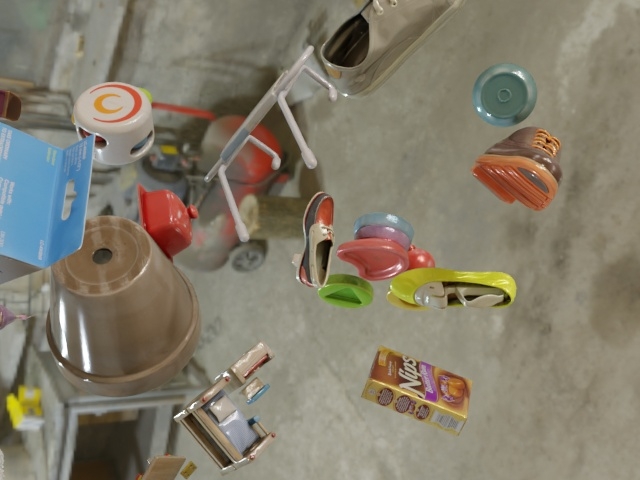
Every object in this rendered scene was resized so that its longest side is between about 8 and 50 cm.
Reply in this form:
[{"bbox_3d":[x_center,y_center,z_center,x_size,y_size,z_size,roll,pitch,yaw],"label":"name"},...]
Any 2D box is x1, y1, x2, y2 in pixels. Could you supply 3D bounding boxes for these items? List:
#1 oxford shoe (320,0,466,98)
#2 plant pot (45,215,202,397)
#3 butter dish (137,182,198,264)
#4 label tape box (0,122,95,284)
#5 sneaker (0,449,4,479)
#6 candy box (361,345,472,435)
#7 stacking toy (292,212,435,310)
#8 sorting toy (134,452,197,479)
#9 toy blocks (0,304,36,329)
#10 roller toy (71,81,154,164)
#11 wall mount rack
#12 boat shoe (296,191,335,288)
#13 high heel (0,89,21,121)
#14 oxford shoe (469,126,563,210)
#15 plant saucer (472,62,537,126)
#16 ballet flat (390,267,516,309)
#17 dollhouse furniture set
[{"bbox_3d":[0.164,-0.473,1.551,0.449,0.130,0.169,-47,47,19],"label":"oxford shoe"},{"bbox_3d":[-0.412,0.110,1.574,0.280,0.323,0.323,91,160,-54],"label":"plant pot"},{"bbox_3d":[-0.333,-0.047,1.775,0.160,0.118,0.160,65,-173,-54],"label":"butter dish"},{"bbox_3d":[-0.530,-0.049,1.217,0.348,0.115,0.249,-20,51,17],"label":"label tape box"},{"bbox_3d":[-0.590,0.407,1.411,0.054,0.061,0.152,-39,76,21],"label":"sneaker"},{"bbox_3d":[0.177,0.270,1.427,0.109,0.187,0.053,-61,-11,-59],"label":"candy box"},{"bbox_3d":[0.110,0.040,1.777,0.279,0.309,0.130,-5,58,25],"label":"stacking toy"},{"bbox_3d":[-0.448,0.642,2.161,0.046,0.274,0.132,31,91,30],"label":"sorting toy"},{"bbox_3d":[-0.752,0.186,1.521,0.288,0.260,0.309,-13,79,21],"label":"toy blocks"},{"bbox_3d":[-0.526,-0.293,2.005,0.146,0.209,0.191,97,160,-51],"label":"roller toy"},{"bbox_3d":[-0.088,-0.175,1.440,0.350,0.130,0.304,-46,13,32],"label":"wall mount rack"},{"bbox_3d":[0.000,0.000,1.116,0.043,0.049,0.137,13,92,50],"label":"boat shoe"},{"bbox_3d":[-0.729,-0.297,1.495,0.377,0.181,0.127,85,-166,-80],"label":"high heel"},{"bbox_3d":[0.343,-0.139,1.320,0.133,0.130,0.363,-49,4,5],"label":"oxford shoe"},{"bbox_3d":[0.343,-0.271,1.467,0.119,0.021,0.119,3,103,14],"label":"plant saucer"},{"bbox_3d":[0.244,0.094,1.437,0.077,0.231,0.077,-86,-5,-56],"label":"ballet flat"},{"bbox_3d":[-0.119,0.269,1.306,0.129,0.184,0.129,50,142,0],"label":"dollhouse furniture set"}]
